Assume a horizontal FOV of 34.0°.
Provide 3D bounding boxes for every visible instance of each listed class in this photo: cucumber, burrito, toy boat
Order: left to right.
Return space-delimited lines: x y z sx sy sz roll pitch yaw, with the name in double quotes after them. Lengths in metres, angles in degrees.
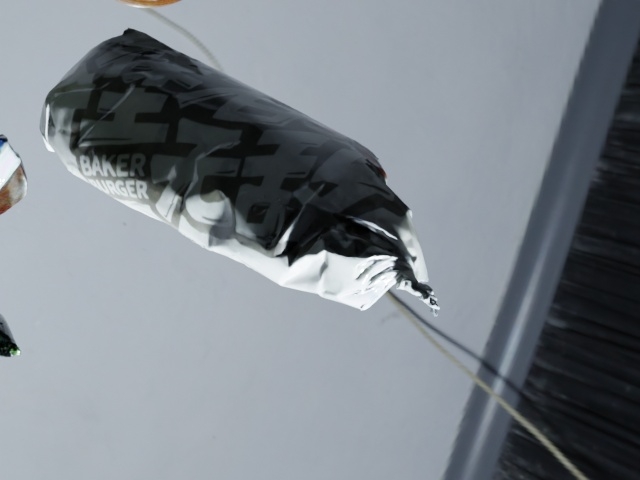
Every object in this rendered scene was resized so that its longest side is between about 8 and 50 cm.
-0.448 -0.072 1.203 0.115 0.262 0.114 54 35 -44 "toy boat"
-0.368 0.099 1.180 0.033 0.184 0.036 -5 100 -24 "cucumber"
-0.063 -0.056 0.815 0.139 0.445 0.101 -54 142 -11 "burrito"

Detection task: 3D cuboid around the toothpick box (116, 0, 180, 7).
-0.200 -0.386 1.186 0.192 0.294 0.192 1 84 -7 "toothpick box"
